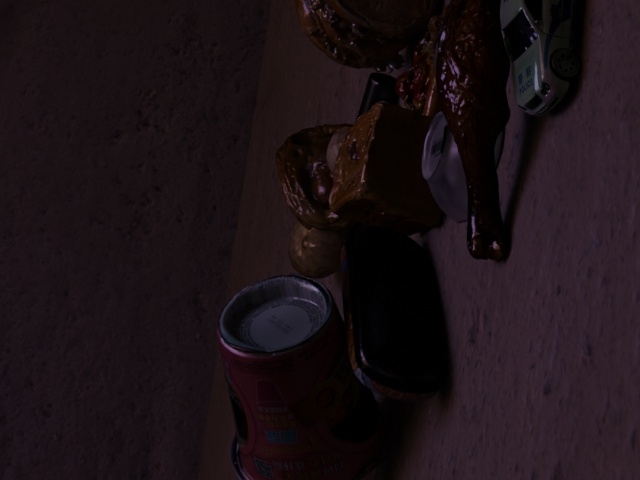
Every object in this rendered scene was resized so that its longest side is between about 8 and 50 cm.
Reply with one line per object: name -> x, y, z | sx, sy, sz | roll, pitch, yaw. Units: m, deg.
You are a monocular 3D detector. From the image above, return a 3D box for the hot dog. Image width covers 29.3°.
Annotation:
hot dog -> 0.011, -0.128, 2.197 | 0.259, 0.175, 0.114 | -100, 0, -55

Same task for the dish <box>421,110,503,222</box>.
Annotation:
dish -> 0.176, -0.118, 1.609 | 0.190, 0.066, 0.191 | -168, 90, -78

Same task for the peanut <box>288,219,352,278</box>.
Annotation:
peanut -> 0.000, 0.000, 2.230 | 0.159, 0.109, 0.141 | -122, 42, -76

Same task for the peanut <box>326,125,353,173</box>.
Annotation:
peanut -> 0.062, -0.115, 2.048 | 0.207, 0.087, 0.087 | -108, 30, -45

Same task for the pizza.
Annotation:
pizza -> 0.152, -0.242, 1.875 | 0.193, 0.053, 0.201 | 136, 143, -70

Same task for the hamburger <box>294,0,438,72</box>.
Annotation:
hamburger -> 0.077, -0.402, 1.999 | 0.261, 0.245, 0.211 | 63, 156, -2

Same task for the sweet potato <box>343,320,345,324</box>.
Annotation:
sweet potato -> 0.050, 0.156, 2.024 | 0.041, 0.038, 0.153 | -26, 41, 48

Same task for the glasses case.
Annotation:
glasses case -> 0.095, 0.091, 1.649 | 0.321, 0.122, 0.082 | -94, 19, -53

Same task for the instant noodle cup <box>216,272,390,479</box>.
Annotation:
instant noodle cup -> -0.038, 0.194, 1.697 | 0.244, 0.243, 0.255 | -94, -8, -53

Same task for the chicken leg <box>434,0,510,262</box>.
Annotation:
chicken leg -> 0.188, -0.178, 1.464 | 0.158, 0.095, 0.407 | 35, -126, -66

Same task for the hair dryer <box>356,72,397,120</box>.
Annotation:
hair dryer -> 0.112, -0.202, 2.059 | 0.198, 0.057, 0.100 | -111, 32, -59

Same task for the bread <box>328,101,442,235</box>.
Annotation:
bread -> 0.104, -0.099, 1.755 | 0.149, 0.143, 0.158 | 160, 121, -70

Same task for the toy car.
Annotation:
toy car -> 0.246, -0.252, 1.381 | 0.090, 0.076, 0.224 | 136, 144, -67
